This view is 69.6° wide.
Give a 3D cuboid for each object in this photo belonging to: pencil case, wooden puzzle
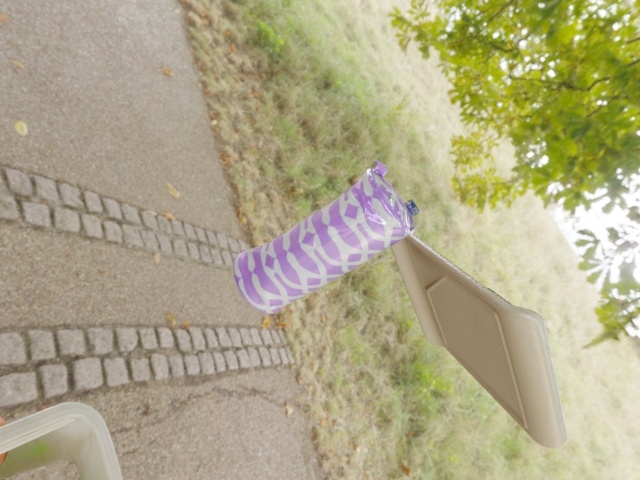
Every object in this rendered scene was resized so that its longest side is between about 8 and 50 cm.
[{"bbox_3d":[0.000,0.000,0.497,0.086,0.206,0.088,25,37,-59],"label":"pencil case"},{"bbox_3d":[0.190,0.107,0.566,0.238,0.044,0.221,40,-21,59],"label":"wooden puzzle"}]

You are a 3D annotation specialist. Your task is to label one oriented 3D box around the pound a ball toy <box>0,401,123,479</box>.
[{"bbox_3d":[-0.289,0.199,0.294,0.208,0.319,0.136,-5,72,-65],"label":"pound a ball toy"}]
